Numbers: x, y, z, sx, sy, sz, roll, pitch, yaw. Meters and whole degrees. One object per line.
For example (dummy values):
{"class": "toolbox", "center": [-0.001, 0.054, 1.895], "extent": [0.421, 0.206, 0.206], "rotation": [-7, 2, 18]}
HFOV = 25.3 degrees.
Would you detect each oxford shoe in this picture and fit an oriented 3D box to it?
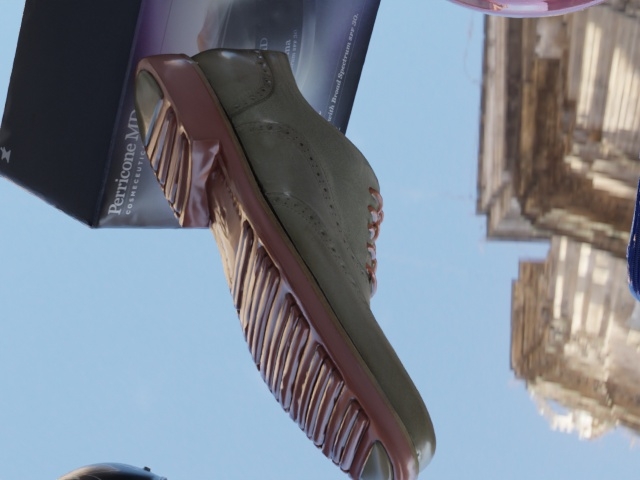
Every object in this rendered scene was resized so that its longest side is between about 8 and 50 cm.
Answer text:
{"class": "oxford shoe", "center": [0.000, 0.000, 1.056], "extent": [0.146, 0.140, 0.397], "rotation": [-18, -116, -24]}

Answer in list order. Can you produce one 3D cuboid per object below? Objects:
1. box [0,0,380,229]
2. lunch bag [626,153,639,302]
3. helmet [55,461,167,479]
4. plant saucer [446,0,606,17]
{"class": "box", "center": [-0.119, -0.170, 1.355], "extent": [0.183, 0.294, 0.296], "rotation": [27, -71, 42]}
{"class": "lunch bag", "center": [0.314, -0.019, 1.054], "extent": [0.090, 0.219, 0.176], "rotation": [9, -88, 43]}
{"class": "helmet", "center": [-0.179, 0.267, 1.184], "extent": [0.169, 0.169, 0.161], "rotation": [-40, -71, -10]}
{"class": "plant saucer", "center": [0.163, -0.345, 1.123], "extent": [0.332, 0.084, 0.332], "rotation": [1, -87, 16]}
